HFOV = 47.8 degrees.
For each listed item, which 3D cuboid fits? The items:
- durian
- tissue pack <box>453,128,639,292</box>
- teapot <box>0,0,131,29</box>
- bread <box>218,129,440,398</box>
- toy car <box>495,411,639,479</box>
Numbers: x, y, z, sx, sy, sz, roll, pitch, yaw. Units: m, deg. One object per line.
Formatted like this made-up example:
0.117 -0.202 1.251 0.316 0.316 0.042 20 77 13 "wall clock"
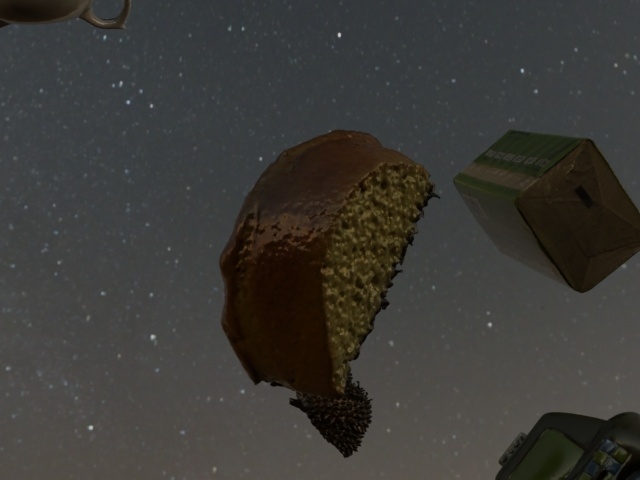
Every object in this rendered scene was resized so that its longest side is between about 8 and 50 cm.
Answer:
0.016 0.182 0.823 0.071 0.110 0.140 -43 -35 6 "durian"
0.371 -0.060 1.198 0.167 0.274 0.200 -39 -75 -1 "tissue pack"
-0.500 -0.447 1.319 0.300 0.208 0.165 1 -70 -20 "teapot"
-0.007 0.001 0.628 0.129 0.260 0.134 11 -18 41 "bread"
0.282 0.292 0.786 0.248 0.198 0.204 -50 -40 -9 "toy car"
